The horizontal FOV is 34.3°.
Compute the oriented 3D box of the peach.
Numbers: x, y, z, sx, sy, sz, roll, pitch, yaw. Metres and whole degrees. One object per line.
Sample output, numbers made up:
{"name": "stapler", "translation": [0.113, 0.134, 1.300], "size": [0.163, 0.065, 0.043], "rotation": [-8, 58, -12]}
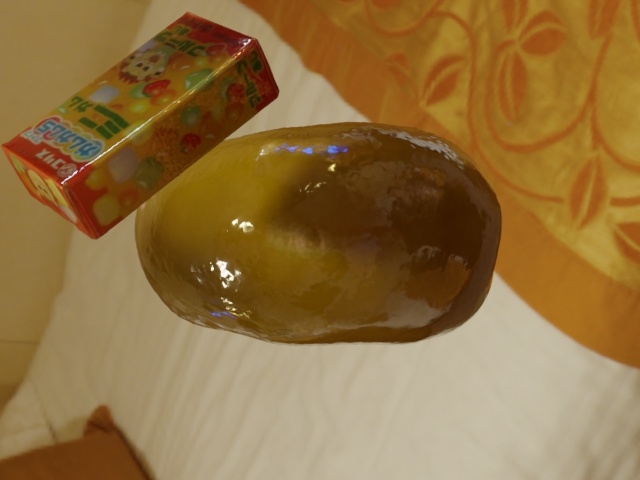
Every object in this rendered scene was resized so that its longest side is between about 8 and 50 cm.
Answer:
{"name": "peach", "translation": [0.000, 0.000, 0.707], "size": [0.251, 0.251, 0.153], "rotation": [-3, 76, 54]}

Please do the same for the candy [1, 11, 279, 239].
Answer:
{"name": "candy", "translation": [-0.085, -0.059, 0.501], "size": [0.062, 0.122, 0.038], "rotation": [30, 152, 41]}
